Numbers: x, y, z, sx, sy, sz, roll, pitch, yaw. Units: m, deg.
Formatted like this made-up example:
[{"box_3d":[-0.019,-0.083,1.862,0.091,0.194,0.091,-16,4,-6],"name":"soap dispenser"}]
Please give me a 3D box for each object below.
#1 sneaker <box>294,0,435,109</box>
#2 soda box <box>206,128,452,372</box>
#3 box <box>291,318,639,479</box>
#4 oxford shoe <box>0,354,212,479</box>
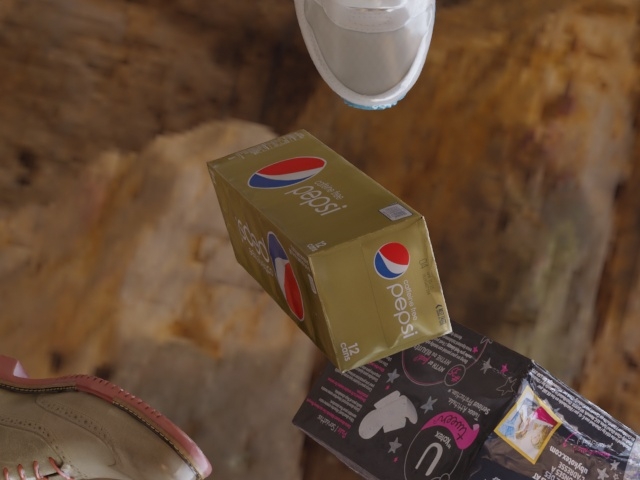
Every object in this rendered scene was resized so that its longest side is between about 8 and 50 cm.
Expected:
[{"box_3d":[0.025,-0.183,1.003,0.092,0.087,0.228,-81,171,-74],"name":"sneaker"},{"box_3d":[0.000,0.000,0.884,0.181,0.058,0.061,-137,-150,-66],"name":"soda box"},{"box_3d":[0.118,0.158,1.430,0.142,0.163,0.247,-57,-151,-4],"name":"box"},{"box_3d":[-0.252,0.201,1.694,0.348,0.123,0.130,7,-128,40],"name":"oxford shoe"}]
